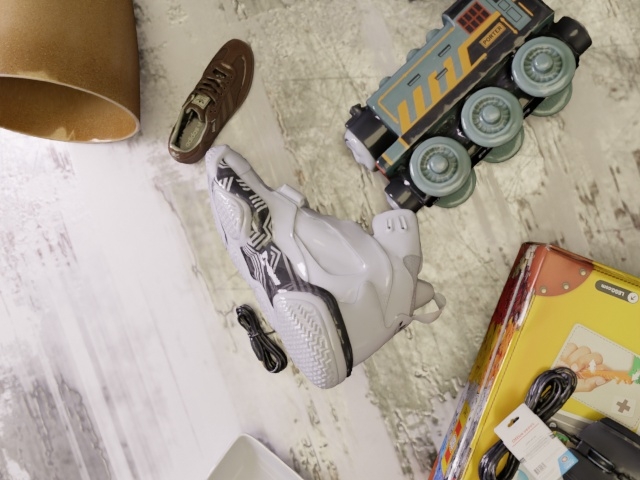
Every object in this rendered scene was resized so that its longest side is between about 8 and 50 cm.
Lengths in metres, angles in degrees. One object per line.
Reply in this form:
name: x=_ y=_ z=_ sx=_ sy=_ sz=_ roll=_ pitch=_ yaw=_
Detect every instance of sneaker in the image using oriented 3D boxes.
sneaker: x=-0.147 y=-0.188 z=1.247 sx=0.066 sy=0.071 sz=0.188 roll=26 pitch=94 yaw=4
sneaker: x=0.000 y=0.000 z=1.204 sx=0.210 sy=0.137 sz=0.366 roll=-24 pitch=64 yaw=-17

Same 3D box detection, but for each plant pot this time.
plant pot: x=-0.336 y=-0.284 z=1.202 sx=0.237 sy=0.237 sz=0.254 roll=5 pitch=77 yaw=5

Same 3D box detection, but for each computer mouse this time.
computer mouse: x=-0.013 y=0.103 z=1.256 sx=0.193 sy=0.042 sz=0.106 roll=-24 pitch=88 yaw=5
computer mouse: x=0.308 y=0.287 z=1.029 sx=0.262 sy=0.060 sz=0.184 roll=40 pitch=93 yaw=4

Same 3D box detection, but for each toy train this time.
toy train: x=0.186 y=-0.188 z=1.195 sx=0.334 sy=0.142 sz=0.190 roll=-44 pitch=75 yaw=6

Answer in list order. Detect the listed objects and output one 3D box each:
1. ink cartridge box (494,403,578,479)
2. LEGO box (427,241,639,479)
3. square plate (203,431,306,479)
ink cartridge box: x=0.236 y=0.225 z=1.012 sx=0.048 sy=0.028 sz=0.083 roll=-42 pitch=75 yaw=1
LEGO box: x=0.431 y=0.260 z=1.145 sx=0.500 sy=0.193 sz=0.373 roll=22 pitch=93 yaw=5
square plate: x=-0.073 y=0.495 z=1.265 sx=0.344 sy=0.049 sz=0.347 roll=38 pitch=94 yaw=4
